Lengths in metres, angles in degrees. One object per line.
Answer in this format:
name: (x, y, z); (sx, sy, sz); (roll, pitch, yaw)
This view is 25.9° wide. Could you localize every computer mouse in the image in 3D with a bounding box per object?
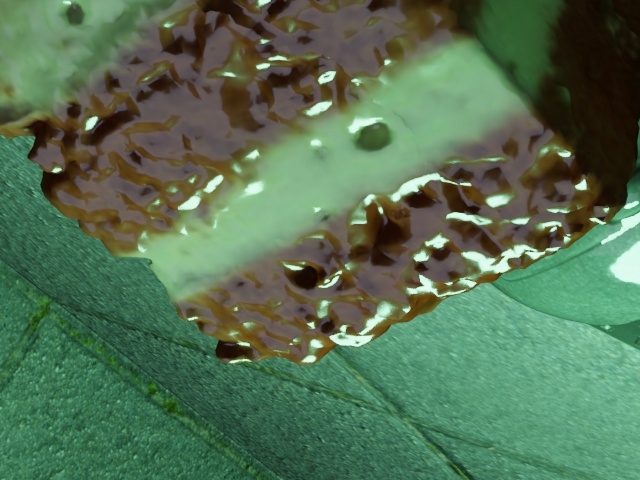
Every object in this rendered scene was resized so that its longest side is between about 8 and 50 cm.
computer mouse: (0.194, -0.022, 1.099); (0.203, 0.114, 0.374); (50, 160, -2)

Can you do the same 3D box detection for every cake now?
cake: (-0.011, -0.142, 0.760); (0.270, 0.269, 0.319); (-30, 115, 35)

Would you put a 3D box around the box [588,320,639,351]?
box: (0.335, 0.058, 1.287); (0.210, 0.045, 0.270); (28, 163, 10)
